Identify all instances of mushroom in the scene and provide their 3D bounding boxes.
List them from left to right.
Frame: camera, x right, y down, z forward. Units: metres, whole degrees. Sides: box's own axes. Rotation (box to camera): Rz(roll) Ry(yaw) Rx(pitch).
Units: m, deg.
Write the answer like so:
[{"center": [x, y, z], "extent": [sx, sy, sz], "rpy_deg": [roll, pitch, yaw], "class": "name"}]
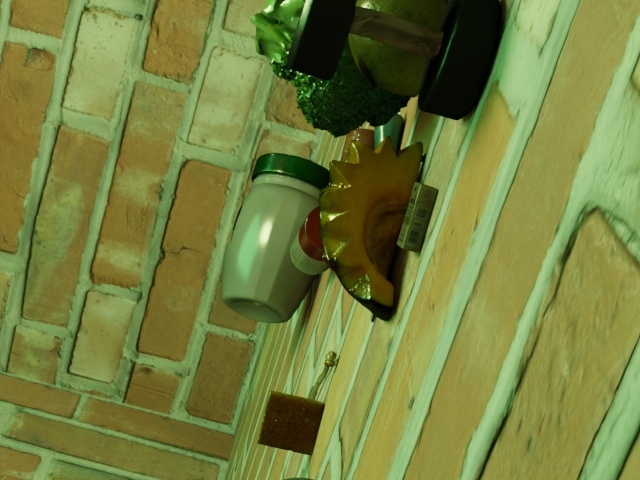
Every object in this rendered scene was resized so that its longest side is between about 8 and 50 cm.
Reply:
[{"center": [-0.005, 0.254, 1.937], "extent": [0.026, 0.028, 0.286], "rpy_deg": [58, 156, 19], "class": "mushroom"}]

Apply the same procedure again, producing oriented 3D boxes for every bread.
[{"center": [-0.049, 0.300, 1.839], "extent": [0.035, 0.094, 0.090], "rpy_deg": [139, 144, -83], "class": "bread"}]

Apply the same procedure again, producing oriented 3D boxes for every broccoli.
[{"center": [0.037, -0.301, 1.616], "extent": [0.308, 0.275, 0.308], "rpy_deg": [-52, -26, -39], "class": "broccoli"}]

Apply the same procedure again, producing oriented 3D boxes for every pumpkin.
[{"center": [0.048, -0.012, 1.506], "extent": [0.149, 0.130, 0.254], "rpy_deg": [116, 167, -63], "class": "pumpkin"}]

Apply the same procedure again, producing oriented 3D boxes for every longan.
[{"center": [0.116, -0.270, 1.434], "extent": [0.176, 0.145, 0.155], "rpy_deg": [-55, -22, -19], "class": "longan"}]

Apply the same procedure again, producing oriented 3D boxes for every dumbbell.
[{"center": [0.084, -0.238, 1.282], "extent": [0.152, 0.218, 0.152], "rpy_deg": [-163, 90, -85], "class": "dumbbell"}]

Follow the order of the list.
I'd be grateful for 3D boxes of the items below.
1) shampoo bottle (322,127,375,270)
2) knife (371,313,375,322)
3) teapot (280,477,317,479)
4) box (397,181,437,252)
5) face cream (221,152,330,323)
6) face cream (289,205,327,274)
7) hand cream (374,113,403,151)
[{"center": [0.056, -0.064, 1.850], "extent": [0.085, 0.085, 0.244], "rpy_deg": [119, 166, -70], "class": "shampoo bottle"}, {"center": [0.091, 0.013, 1.625], "extent": [0.035, 0.018, 0.247], "rpy_deg": [117, 166, -51], "class": "knife"}, {"center": [-0.029, 0.373, 1.440], "extent": [0.124, 0.092, 0.091], "rpy_deg": [-70, -19, -70], "class": "teapot"}, {"center": [0.118, -0.029, 1.374], "extent": [0.053, 0.024, 0.083], "rpy_deg": [-130, 54, -84], "class": "box"}, {"center": [-0.098, -0.001, 2.593], "extent": [0.312, 0.219, 0.357], "rpy_deg": [115, 172, -72], "class": "face cream"}, {"center": [0.000, 0.000, 2.204], "extent": [0.214, 0.095, 0.096], "rpy_deg": [124, 161, -74], "class": "face cream"}, {"center": [0.100, -0.113, 1.797], "extent": [0.083, 0.048, 0.224], "rpy_deg": [122, 156, -75], "class": "hand cream"}]
